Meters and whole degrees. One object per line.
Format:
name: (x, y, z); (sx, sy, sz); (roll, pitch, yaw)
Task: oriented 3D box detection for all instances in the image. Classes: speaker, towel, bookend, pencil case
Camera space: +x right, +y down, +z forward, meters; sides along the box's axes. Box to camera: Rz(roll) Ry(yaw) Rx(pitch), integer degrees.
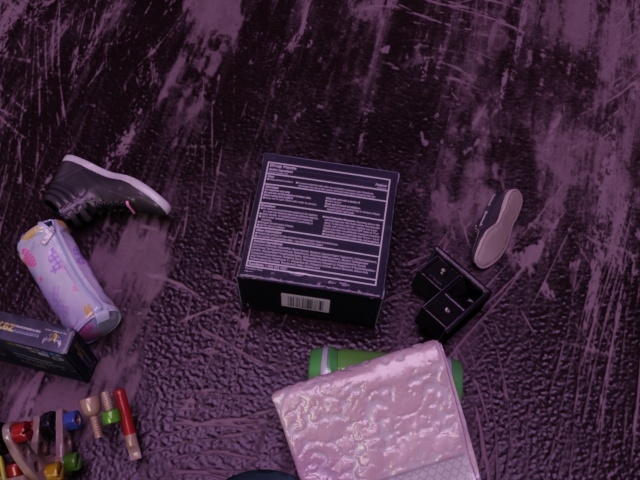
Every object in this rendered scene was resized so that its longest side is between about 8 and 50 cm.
speaker: (0.125, 0.279, 1.599); (0.297, 0.131, 0.131); (5, 63, 2)
towel: (0.111, 0.381, 1.506); (0.332, 0.053, 0.316); (-18, 87, 0)
bookend: (0.244, 0.116, 1.691); (0.156, 0.072, 0.157); (-34, 67, -32)
pencil case: (-0.524, 0.084, 1.696); (0.113, 0.124, 0.273); (-10, 57, -51)

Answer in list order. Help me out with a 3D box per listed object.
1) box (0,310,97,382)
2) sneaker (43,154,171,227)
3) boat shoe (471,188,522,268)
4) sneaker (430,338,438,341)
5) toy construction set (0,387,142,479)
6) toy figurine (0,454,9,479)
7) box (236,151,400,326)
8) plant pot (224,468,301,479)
box: (-0.576, 0.204, 1.600); (0.233, 0.183, 0.059); (13, 65, 5)
sneaker: (-0.478, -0.076, 1.793); (0.296, 0.104, 0.146); (21, 67, 16)
boat shoe: (0.380, -0.026, 1.803); (0.065, 0.075, 0.206); (5, 60, 52)
sneaker: (0.242, 0.242, 1.667); (0.032, 0.037, 0.083); (-16, 66, -10)
toy construction set: (-0.483, 0.429, 1.495); (0.309, 0.257, 0.237); (-15, 81, -19)
toy figurine: (-0.623, 0.474, 1.293); (0.191, 0.217, 0.362); (-2, 102, 34)
box: (0.000, 0.000, 1.706); (0.296, 0.182, 0.294); (9, 65, 2)
plant pot: (-0.125, 0.542, 1.361); (0.293, 0.235, 0.293); (-2, 77, 9)
